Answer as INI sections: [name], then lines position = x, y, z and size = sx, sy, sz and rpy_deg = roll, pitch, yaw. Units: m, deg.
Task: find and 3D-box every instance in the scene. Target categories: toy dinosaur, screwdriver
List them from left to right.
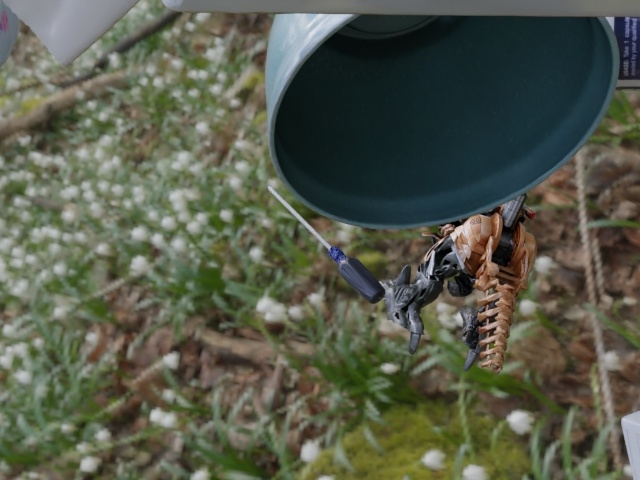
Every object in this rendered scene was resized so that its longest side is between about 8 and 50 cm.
[screwdriver]
position = 0.000, 0.000, 1.091
size = 0.170, 0.025, 0.024
rpy_deg = 43, 109, 23
[toy dinosaur]
position = 0.174, 0.023, 1.325
size = 0.218, 0.164, 0.322
rpy_deg = -59, -4, 36

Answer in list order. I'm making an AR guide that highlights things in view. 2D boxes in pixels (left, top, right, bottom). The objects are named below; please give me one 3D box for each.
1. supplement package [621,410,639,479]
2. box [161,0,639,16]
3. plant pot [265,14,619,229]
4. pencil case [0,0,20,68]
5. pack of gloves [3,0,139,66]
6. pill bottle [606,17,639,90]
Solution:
[supplement package]
position = 0.348, 0.189, 0.813
size = 0.244, 0.139, 0.134
rpy_deg = -172, 66, -71
[box]
position = 0.056, -0.222, 0.470
size = 0.215, 0.345, 0.168
rpy_deg = 54, 131, 26
[plant pot]
position = 0.081, -0.176, 0.993
size = 0.293, 0.293, 0.196
rpy_deg = -46, 44, 35
[pencil case]
position = -0.328, -0.124, 0.869
size = 0.273, 0.124, 0.113
rpy_deg = -76, -8, -49
[pack of gloves]
position = -0.140, -0.216, 0.643
size = 0.232, 0.195, 0.046
rpy_deg = -29, 27, 28
[pill bottle]
position = 0.354, -0.230, 1.188
size = 0.265, 0.153, 0.153
rpy_deg = 2, 73, 15
